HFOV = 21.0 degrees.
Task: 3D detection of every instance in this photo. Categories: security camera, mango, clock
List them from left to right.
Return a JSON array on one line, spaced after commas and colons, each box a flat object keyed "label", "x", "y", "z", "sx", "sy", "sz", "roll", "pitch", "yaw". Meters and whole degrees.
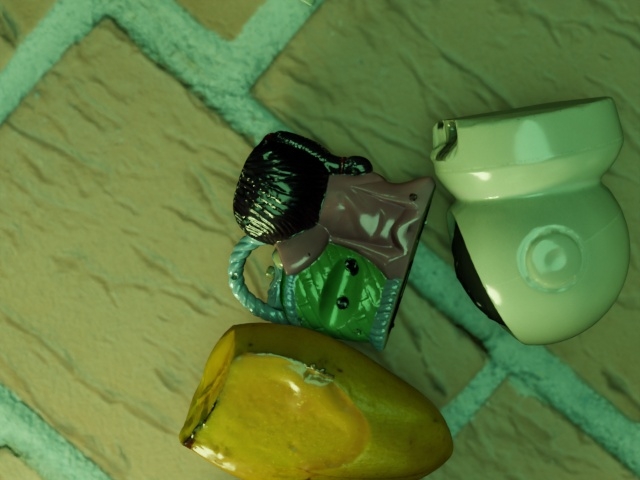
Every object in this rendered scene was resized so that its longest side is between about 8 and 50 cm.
[{"label": "clock", "x": 0.000, "y": 0.000, "z": 1.734, "sx": 0.195, "sy": 0.100, "sz": 0.194, "roll": 19, "pitch": 95, "yaw": 5}, {"label": "mango", "x": 0.004, "y": 0.178, "z": 1.720, "sx": 0.257, "sy": 0.138, "sz": 0.187, "roll": 24, "pitch": 125, "yaw": -15}, {"label": "security camera", "x": 0.214, "y": -0.016, "z": 1.692, "sx": 0.194, "sy": 0.194, "sz": 0.236, "roll": -9, "pitch": 98, "yaw": 0}]

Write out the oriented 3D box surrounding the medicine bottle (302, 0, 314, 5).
[{"label": "medicine bottle", "x": -0.006, "y": -0.282, "z": 1.731, "sx": 0.047, "sy": 0.047, "sz": 0.083, "roll": 29, "pitch": 95, "yaw": -4}]
